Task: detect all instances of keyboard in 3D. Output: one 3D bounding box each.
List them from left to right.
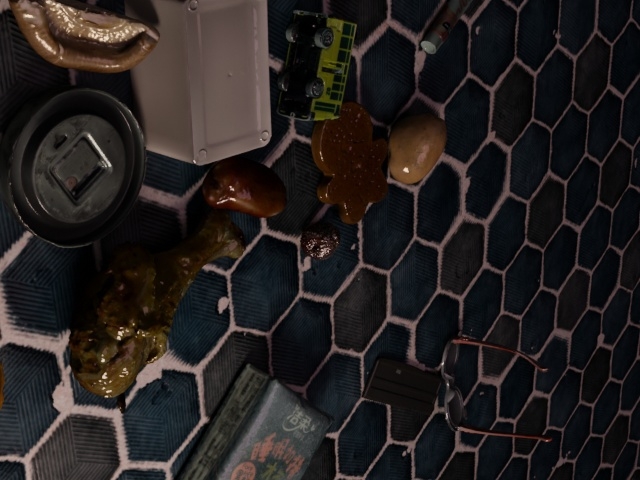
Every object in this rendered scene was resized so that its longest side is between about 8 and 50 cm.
[{"bbox_3d":[0.154,0.306,2.144,0.381,0.041,0.104,26,85,-56],"label":"keyboard"}]

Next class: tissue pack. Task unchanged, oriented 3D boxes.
[{"bbox_3d":[-0.173,-0.252,1.466,0.159,0.136,0.246,-22,120,-42],"label":"tissue pack"},{"bbox_3d":[-0.125,0.407,1.818,0.316,0.103,0.228,-58,140,-12],"label":"tissue pack"}]

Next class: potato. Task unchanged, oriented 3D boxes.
[{"bbox_3d":[0.178,-0.177,1.910,0.112,0.112,0.147,40,70,-48],"label":"potato"}]

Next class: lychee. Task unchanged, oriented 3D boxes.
[{"bbox_3d":[0.000,0.000,1.814,0.067,0.068,0.083,47,42,-3],"label":"lychee"}]

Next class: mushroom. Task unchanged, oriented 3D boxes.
[{"bbox_3d":[-0.321,-0.274,1.339,0.209,0.072,0.094,5,106,-37],"label":"mushroom"}]

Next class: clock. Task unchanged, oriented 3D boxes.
[{"bbox_3d":[-0.344,-0.104,1.406,0.226,0.049,0.226,-20,119,-42],"label":"clock"}]

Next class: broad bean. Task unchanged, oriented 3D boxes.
[{"bbox_3d":[-0.116,-0.086,1.616,0.084,0.114,0.165,-37,148,28],"label":"broad bean"}]

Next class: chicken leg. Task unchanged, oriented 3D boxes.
[{"bbox_3d":[-0.256,0.065,1.514,0.361,0.140,0.211,-59,160,-28],"label":"chicken leg"}]

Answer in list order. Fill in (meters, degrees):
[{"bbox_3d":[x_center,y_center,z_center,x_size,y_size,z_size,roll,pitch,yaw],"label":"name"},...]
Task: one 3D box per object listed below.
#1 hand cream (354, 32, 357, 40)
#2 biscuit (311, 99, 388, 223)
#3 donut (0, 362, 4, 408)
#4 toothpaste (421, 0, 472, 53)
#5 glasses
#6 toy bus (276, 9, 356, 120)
[{"bbox_3d":[0.034,-0.312,1.757,0.122,0.023,0.036,-65,160,-7],"label":"hand cream"},{"bbox_3d":[0.053,-0.147,1.834,0.180,0.039,0.236,-41,131,-27],"label":"biscuit"},{"bbox_3d":[-0.539,0.217,1.235,0.330,0.160,0.330,-11,106,-42],"label":"donut"},{"bbox_3d":[0.257,-0.443,1.946,0.205,0.036,0.056,-56,136,-21],"label":"toothpaste"},{"bbox_3d":[0.396,0.330,2.237,0.118,0.268,0.234,-28,118,-53],"label":"glasses"},{"bbox_3d":[-0.005,-0.285,1.675,0.101,0.088,0.175,-1,105,-49],"label":"toy bus"}]
